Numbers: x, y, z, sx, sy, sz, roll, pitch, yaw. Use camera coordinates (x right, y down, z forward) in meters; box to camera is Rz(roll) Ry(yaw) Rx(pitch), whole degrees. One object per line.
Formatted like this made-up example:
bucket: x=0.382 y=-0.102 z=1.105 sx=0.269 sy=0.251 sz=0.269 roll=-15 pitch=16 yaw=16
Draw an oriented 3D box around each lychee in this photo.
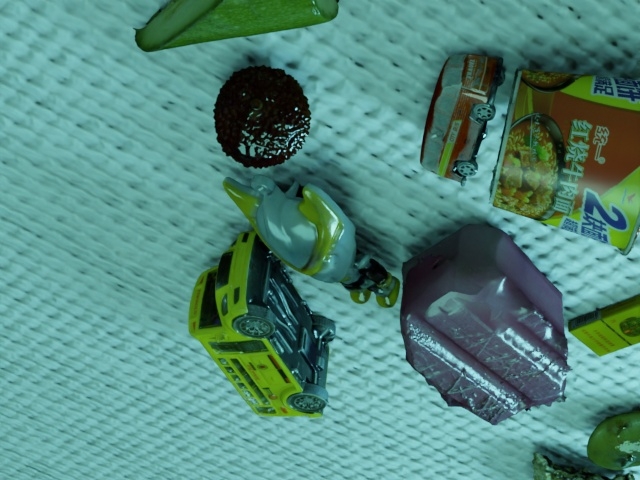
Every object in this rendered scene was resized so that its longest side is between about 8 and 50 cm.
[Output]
lychee: x=-0.073 y=-0.145 z=1.597 sx=0.123 sy=0.123 sz=0.129 roll=19 pitch=169 yaw=-15

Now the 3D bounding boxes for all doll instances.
doll: x=-0.004 y=0.000 z=1.794 sx=0.103 sy=0.145 sz=0.316 roll=-50 pitch=136 yaw=0

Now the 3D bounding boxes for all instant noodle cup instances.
instant noodle cup: x=0.291 y=-0.101 z=1.538 sx=0.174 sy=0.213 sz=0.213 roll=12 pitch=144 yaw=7

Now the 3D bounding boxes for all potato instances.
potato: x=0.516 y=0.319 z=2.145 sx=0.188 sy=0.085 sz=0.105 roll=-14 pitch=141 yaw=18

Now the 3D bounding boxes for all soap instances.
soap: x=0.226 y=0.121 z=1.868 sx=0.220 sy=0.127 sz=0.325 roll=-30 pitch=133 yaw=24

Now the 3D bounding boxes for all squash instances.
squash: x=-0.123 y=-0.270 z=1.455 sx=0.252 sy=0.093 sz=0.169 roll=-6 pitch=143 yaw=16

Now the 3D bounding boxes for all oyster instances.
oyster: x=0.461 y=0.441 z=2.317 sx=0.214 sy=0.083 sz=0.223 roll=8 pitch=149 yaw=4

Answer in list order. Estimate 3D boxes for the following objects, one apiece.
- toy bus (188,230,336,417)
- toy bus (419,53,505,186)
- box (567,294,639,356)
toy bus: x=-0.087 y=0.128 z=1.936 sx=0.152 sy=0.144 sz=0.330 roll=-7 pitch=143 yaw=19
toy bus: x=0.167 y=-0.149 z=1.588 sx=0.077 sy=0.079 sz=0.174 roll=16 pitch=143 yaw=4
box: x=0.448 y=0.120 z=1.942 sx=0.155 sy=0.023 sz=0.087 roll=-25 pitch=130 yaw=35
